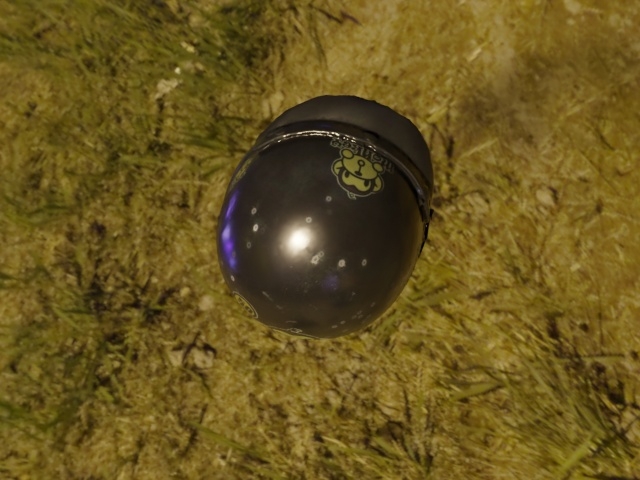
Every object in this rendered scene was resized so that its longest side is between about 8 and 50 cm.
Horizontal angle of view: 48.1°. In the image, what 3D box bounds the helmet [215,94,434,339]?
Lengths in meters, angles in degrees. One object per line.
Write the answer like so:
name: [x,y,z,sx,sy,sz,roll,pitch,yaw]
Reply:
helmet: [0.000,0.000,0.756,0.160,0.230,0.279,-72,8,-51]
